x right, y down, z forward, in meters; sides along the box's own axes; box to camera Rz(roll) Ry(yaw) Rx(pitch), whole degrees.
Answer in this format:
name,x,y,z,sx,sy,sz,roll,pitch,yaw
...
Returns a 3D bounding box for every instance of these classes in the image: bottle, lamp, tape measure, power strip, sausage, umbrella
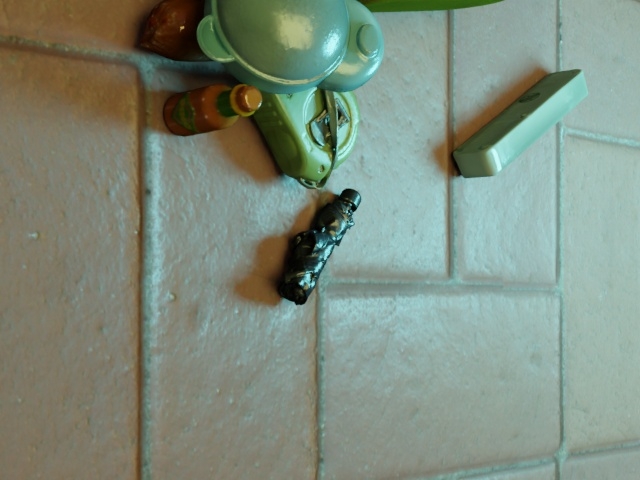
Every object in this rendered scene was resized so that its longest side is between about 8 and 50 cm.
name,x,y,z,sx,sy,sz,roll,pitch,yaw
bottle,-0.148,-0.190,1.522,0.069,0.187,0.069,3,85,-39
lamp,-0.037,-0.304,1.522,0.284,0.147,0.210,21,69,-39
tape measure,-0.015,-0.189,1.692,0.175,0.106,0.200,-40,114,-33
power strip,0.398,-0.233,2.068,0.385,0.091,0.062,-38,114,-36
sausage,-0.114,-0.318,1.616,0.348,0.097,0.094,-10,102,-42
umbrella,-0.001,-0.002,1.729,0.071,0.080,0.224,32,59,2

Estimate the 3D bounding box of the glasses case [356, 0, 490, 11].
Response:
name,x,y,z,sx,sy,sz,roll,pitch,yaw
glasses case,0.168,-0.465,1.817,0.371,0.173,0.141,-13,98,-43
